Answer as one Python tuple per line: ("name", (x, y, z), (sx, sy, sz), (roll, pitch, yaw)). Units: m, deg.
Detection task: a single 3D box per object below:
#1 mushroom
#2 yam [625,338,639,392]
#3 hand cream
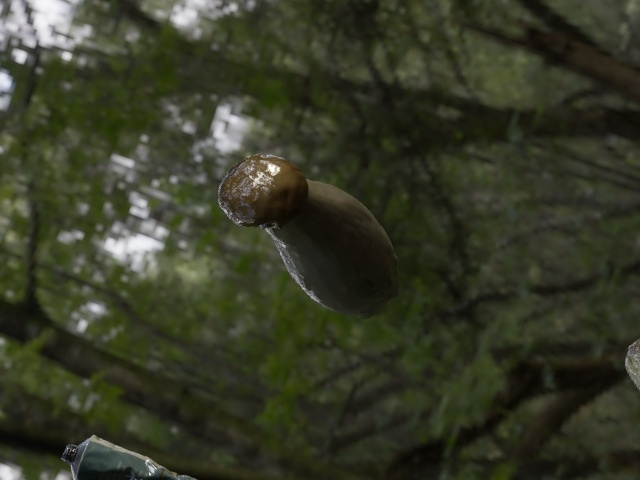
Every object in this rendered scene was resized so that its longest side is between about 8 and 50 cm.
("mushroom", (0.000, 0.000, 2.004), (0.350, 0.128, 0.128), (40, -110, -53))
("yam", (0.487, 0.084, 1.706), (0.081, 0.357, 0.081), (162, 90, -87))
("hand cream", (-0.128, 0.251, 1.575), (0.075, 0.248, 0.052), (-62, 1, 43))
